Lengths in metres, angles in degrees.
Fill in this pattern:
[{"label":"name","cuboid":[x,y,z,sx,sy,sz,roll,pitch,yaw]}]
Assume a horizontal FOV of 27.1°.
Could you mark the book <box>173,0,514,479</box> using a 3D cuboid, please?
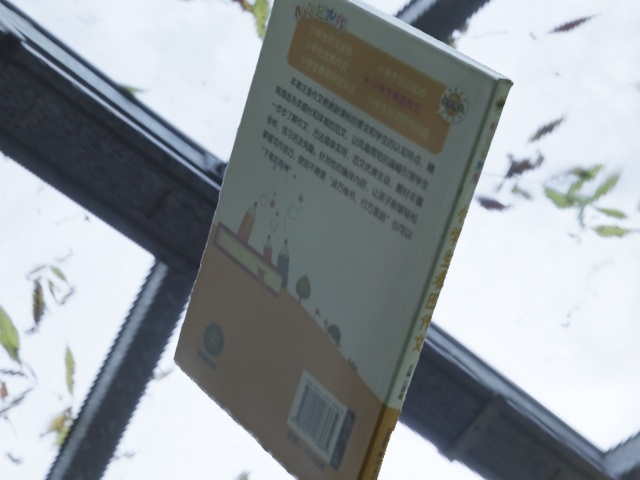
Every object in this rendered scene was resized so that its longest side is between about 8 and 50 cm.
[{"label":"book","cuboid":[0.000,0.000,0.835,0.020,0.208,0.296,-1,-63,-40]}]
